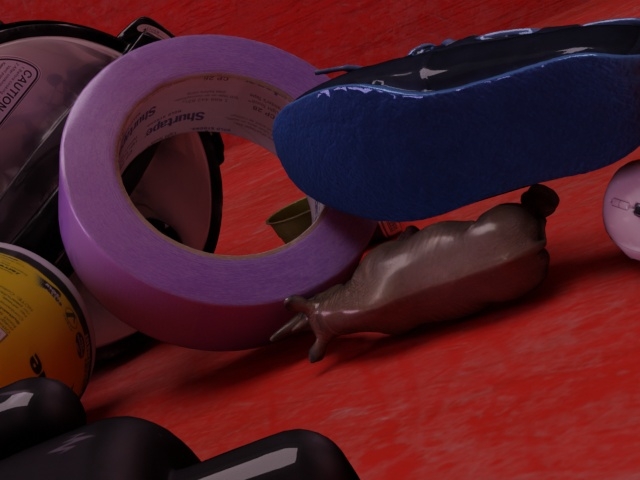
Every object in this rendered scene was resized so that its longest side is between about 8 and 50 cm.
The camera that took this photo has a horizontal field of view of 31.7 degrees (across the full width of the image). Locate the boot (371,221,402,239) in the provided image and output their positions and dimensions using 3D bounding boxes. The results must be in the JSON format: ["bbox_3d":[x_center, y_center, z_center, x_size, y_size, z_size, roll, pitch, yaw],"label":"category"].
[{"bbox_3d":[0.036,-0.041,1.231,0.086,0.069,0.190,-20,14,6],"label":"boot"}]

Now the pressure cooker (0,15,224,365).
[{"bbox_3d":[-0.302,-0.049,1.216,0.375,0.370,0.420,-7,4,-26],"label":"pressure cooker"}]

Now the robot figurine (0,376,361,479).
[{"bbox_3d":[-0.102,0.159,0.350,0.278,0.173,0.209,-23,12,3],"label":"robot figurine"}]

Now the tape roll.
[{"bbox_3d":[-0.087,-0.045,0.981,0.275,0.275,0.090,-30,-18,-27],"label":"tape roll"}]

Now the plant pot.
[{"bbox_3d":[0.000,0.000,1.097,0.083,0.079,0.083,-23,12,5],"label":"plant pot"}]

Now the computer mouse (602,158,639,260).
[{"bbox_3d":[0.215,-0.017,0.739,0.042,0.106,0.193,10,7,1],"label":"computer mouse"}]

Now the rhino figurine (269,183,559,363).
[{"bbox_3d":[0.065,0.032,0.846,0.243,0.073,0.106,-21,9,20],"label":"rhino figurine"}]

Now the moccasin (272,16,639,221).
[{"bbox_3d":[0.117,-0.088,0.851,0.342,0.137,0.117,0,30,41],"label":"moccasin"}]

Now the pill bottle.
[{"bbox_3d":[-0.301,0.128,0.859,0.188,0.188,0.334,-22,12,10],"label":"pill bottle"}]
